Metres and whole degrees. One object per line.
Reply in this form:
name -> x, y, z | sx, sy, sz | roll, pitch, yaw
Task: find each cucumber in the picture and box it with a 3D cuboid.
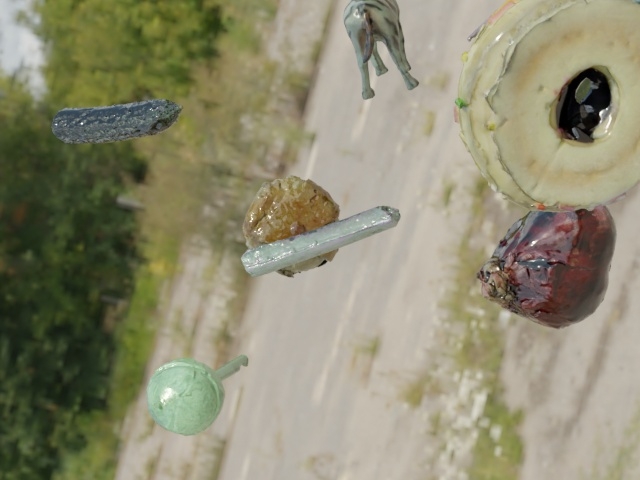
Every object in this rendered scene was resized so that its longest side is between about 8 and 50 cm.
cucumber -> -0.358, -0.213, 2.483 | 0.300, 0.072, 0.072 | -1, 70, 39

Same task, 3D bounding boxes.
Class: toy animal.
toy animal -> 0.081, -0.305, 1.971 | 0.255, 0.090, 0.170 | -94, -16, -50

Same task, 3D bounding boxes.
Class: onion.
onion -> 0.445, 0.035, 2.598 | 0.281, 0.281, 0.221 | 112, 145, -43

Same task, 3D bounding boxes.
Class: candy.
candy -> -0.178, 0.225, 2.273 | 0.440, 0.119, 0.119 | -25, -49, -78

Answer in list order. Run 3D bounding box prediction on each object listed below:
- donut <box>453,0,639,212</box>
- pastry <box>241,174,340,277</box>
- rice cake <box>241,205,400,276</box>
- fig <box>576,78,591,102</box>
donut -> 0.172, -0.103, 0.965 | 0.068, 0.174, 0.175 | -121, 44, -61
pastry -> -0.041, -0.023, 2.067 | 0.081, 0.153, 0.153 | 116, 167, -79
rice cake -> 0.000, 0.000, 1.732 | 0.033, 0.207, 0.033 | 53, -160, -59
fig -> 0.354, -0.224, 2.077 | 0.203, 0.203, 0.235 | 122, 156, -64
